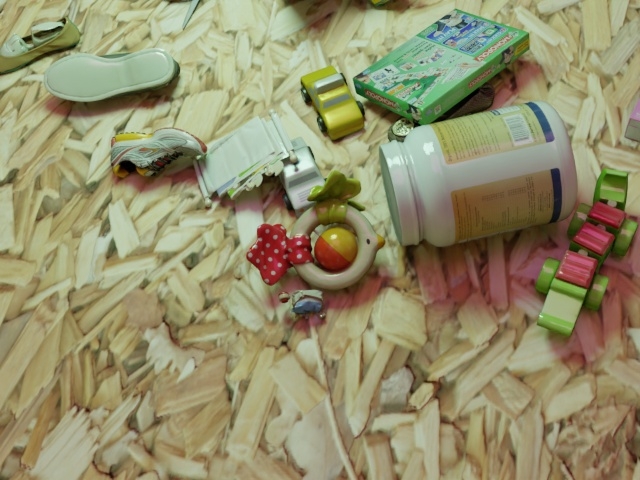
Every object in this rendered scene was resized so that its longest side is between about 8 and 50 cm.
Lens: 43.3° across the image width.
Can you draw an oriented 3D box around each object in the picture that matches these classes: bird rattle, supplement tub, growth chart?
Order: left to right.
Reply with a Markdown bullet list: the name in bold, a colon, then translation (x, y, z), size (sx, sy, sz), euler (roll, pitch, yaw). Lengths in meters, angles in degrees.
- **growth chart**: translation (-0.161, -0.165, 1.645), size (0.237, 0.021, 0.171), euler (-27, 58, 19)
- **bird rattle**: translation (0.000, 0.000, 1.497), size (0.207, 0.143, 0.253), euler (41, 79, 14)
- **supplement tub**: translation (0.280, -0.115, 1.474), size (0.316, 0.228, 0.228), euler (-12, 57, 0)

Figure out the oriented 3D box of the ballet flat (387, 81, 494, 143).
- **ballet flat**: translation (0.251, -0.269, 1.676), size (0.250, 0.058, 0.084), euler (-24, 59, -8)

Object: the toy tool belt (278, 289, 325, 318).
- **toy tool belt**: translation (-0.033, 0.119, 1.476), size (0.083, 0.052, 0.051), euler (-1, 62, -15)

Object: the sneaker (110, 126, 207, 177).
- **sneaker**: translation (-0.338, -0.176, 1.691), size (0.225, 0.088, 0.092), euler (-5, 69, 22)

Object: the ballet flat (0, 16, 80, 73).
- **ballet flat**: translation (-0.696, -0.477, 1.937), size (0.232, 0.073, 0.080), euler (-25, 57, -7)

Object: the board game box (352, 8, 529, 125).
- **board game box**: translation (0.255, -0.374, 1.706), size (0.317, 0.046, 0.213), euler (-37, 47, -20)

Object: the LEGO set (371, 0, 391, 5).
- **LEGO set**: translation (0.179, -0.720, 1.841), size (0.192, 0.255, 0.331), euler (-14, 38, 48)

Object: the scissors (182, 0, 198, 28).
- **scissors**: translation (-0.286, -0.641, 2.011), size (0.109, 0.021, 0.297), euler (-4, 57, 6)

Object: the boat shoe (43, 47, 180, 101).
- **boat shoe**: translation (-0.469, -0.372, 1.828), size (0.305, 0.091, 0.109), euler (-6, 94, 7)

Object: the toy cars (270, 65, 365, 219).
- **toy cars**: translation (-0.013, -0.227, 1.671), size (0.177, 0.087, 0.393), euler (12, 61, 16)

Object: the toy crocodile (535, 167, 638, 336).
- **toy crocodile**: translation (0.475, 0.020, 1.434), size (0.115, 0.105, 0.340), euler (25, 65, 22)

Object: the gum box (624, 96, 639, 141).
- **gum box**: translation (0.711, -0.229, 1.582), size (0.188, 0.062, 0.107), euler (24, 64, 21)
